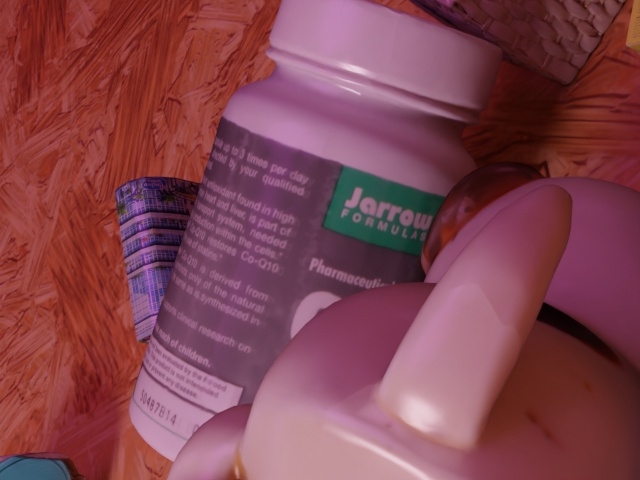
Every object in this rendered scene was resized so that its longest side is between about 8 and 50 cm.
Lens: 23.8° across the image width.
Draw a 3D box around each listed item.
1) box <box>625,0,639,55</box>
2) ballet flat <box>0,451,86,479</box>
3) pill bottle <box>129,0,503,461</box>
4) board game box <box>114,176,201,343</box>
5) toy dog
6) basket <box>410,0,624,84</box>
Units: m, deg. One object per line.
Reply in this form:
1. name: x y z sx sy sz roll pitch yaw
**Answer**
1. box: 0.283 -0.228 1.090 0.058 0.087 0.232 -8 61 50
2. ballet flat: -0.350 0.389 1.483 0.147 0.147 0.409 11 77 55
3. pill bottle: 0.000 0.000 1.158 0.204 0.204 0.361 28 102 56
4. board game box: -0.074 0.045 1.324 0.060 0.194 0.194 -34 58 37
5. toy dog: 0.093 0.100 0.892 0.284 0.408 0.395 16 119 24
6. basket: 0.146 -0.206 1.188 0.113 0.167 0.103 -58 39 8
